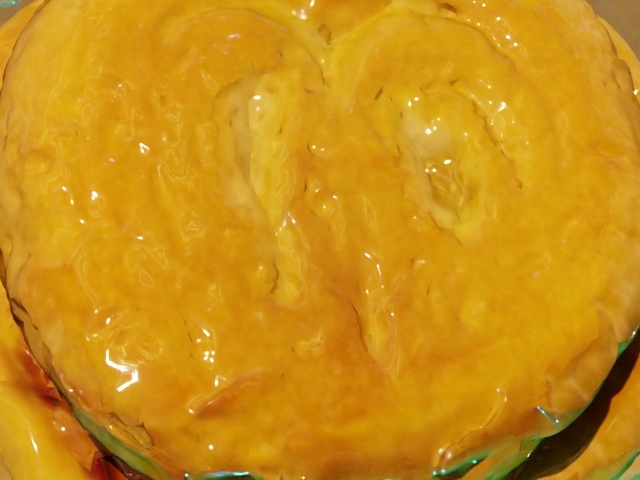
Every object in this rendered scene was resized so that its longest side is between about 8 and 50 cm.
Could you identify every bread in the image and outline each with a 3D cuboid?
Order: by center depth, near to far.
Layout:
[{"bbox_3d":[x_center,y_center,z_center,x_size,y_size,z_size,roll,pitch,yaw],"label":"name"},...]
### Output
[{"bbox_3d":[0.000,-0.003,0.532,0.236,0.198,0.120,-9,159,-15],"label":"bread"}]

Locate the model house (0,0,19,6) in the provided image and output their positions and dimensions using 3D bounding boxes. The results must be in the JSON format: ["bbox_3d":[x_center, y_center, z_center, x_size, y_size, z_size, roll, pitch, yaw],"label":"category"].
[{"bbox_3d":[-0.097,-0.230,0.694,0.198,0.224,0.215,44,62,-34],"label":"model house"}]
